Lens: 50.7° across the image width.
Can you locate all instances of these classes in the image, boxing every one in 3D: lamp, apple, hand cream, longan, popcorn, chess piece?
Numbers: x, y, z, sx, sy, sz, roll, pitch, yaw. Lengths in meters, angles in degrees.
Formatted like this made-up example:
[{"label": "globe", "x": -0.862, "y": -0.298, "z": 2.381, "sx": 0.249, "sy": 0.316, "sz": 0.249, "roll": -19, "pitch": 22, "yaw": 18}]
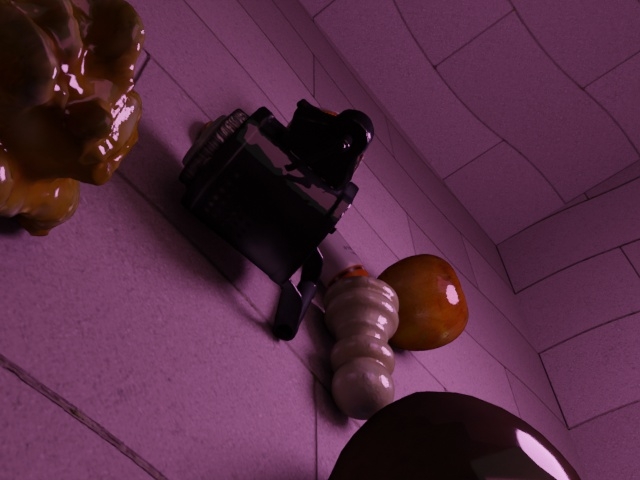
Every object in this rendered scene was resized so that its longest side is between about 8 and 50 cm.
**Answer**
[{"label": "lamp", "x": -0.091, "y": -0.068, "z": 1.076, "sx": 0.272, "sy": 0.374, "sz": 0.205, "roll": 24, "pitch": 29, "yaw": 4}, {"label": "apple", "x": 0.215, "y": 0.138, "z": 1.519, "sx": 0.237, "sy": 0.208, "sz": 0.236, "roll": -20, "pitch": 90, "yaw": -84}, {"label": "hand cream", "x": 0.000, "y": 0.000, "z": 1.385, "sx": 0.314, "sy": 0.089, "sz": 0.140, "roll": 54, "pitch": 17, "yaw": 23}, {"label": "longan", "x": 0.178, "y": 0.386, "z": 0.849, "sx": 0.404, "sy": 0.336, "sz": 0.404, "roll": 53, "pitch": -19, "yaw": 28}, {"label": "popcorn", "x": -0.313, "y": -0.175, "z": 0.654, "sx": 0.321, "sy": 0.290, "sz": 0.325, "roll": 54, "pitch": 39, "yaw": -12}, {"label": "chess piece", "x": 0.070, "y": 0.197, "z": 1.184, "sx": 0.144, "sy": 0.144, "sz": 0.251, "roll": 45, "pitch": 30, "yaw": -29}]

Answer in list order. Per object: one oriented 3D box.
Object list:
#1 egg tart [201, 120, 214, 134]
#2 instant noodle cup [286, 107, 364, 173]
[{"label": "egg tart", "x": -0.147, "y": -0.159, "z": 1.299, "sx": 0.191, "sy": 0.074, "sz": 0.191, "roll": 48, "pitch": 19, "yaw": -23}, {"label": "instant noodle cup", "x": -0.014, "y": -0.180, "z": 1.439, "sx": 0.193, "sy": 0.193, "sz": 0.212, "roll": 54, "pitch": 17, "yaw": -7}]
